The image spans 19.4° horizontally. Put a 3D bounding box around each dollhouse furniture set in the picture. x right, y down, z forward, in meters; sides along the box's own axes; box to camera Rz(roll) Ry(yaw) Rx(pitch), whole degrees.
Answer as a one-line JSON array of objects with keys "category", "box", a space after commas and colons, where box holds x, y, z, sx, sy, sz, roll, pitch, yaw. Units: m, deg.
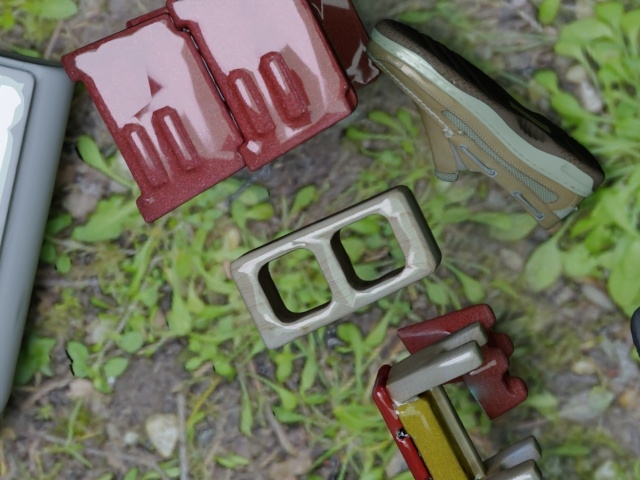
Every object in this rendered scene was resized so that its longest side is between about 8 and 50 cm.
[{"category": "dollhouse furniture set", "box": [0.000, 0.000, 1.228, 0.152, 0.201, 0.374, -25, 96, 11]}]

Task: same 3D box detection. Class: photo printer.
[{"category": "photo printer", "box": [-0.322, 0.000, 1.325, 0.256, 0.107, 0.307, 14, 98, 10]}]

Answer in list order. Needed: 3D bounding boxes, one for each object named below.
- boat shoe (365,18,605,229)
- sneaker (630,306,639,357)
[{"category": "boat shoe", "box": [0.098, -0.069, 1.241, 0.190, 0.068, 0.072, 35, 109, -15]}, {"category": "sneaker", "box": [0.330, 0.140, 1.221, 0.129, 0.111, 0.297, -36, 89, 6]}]
